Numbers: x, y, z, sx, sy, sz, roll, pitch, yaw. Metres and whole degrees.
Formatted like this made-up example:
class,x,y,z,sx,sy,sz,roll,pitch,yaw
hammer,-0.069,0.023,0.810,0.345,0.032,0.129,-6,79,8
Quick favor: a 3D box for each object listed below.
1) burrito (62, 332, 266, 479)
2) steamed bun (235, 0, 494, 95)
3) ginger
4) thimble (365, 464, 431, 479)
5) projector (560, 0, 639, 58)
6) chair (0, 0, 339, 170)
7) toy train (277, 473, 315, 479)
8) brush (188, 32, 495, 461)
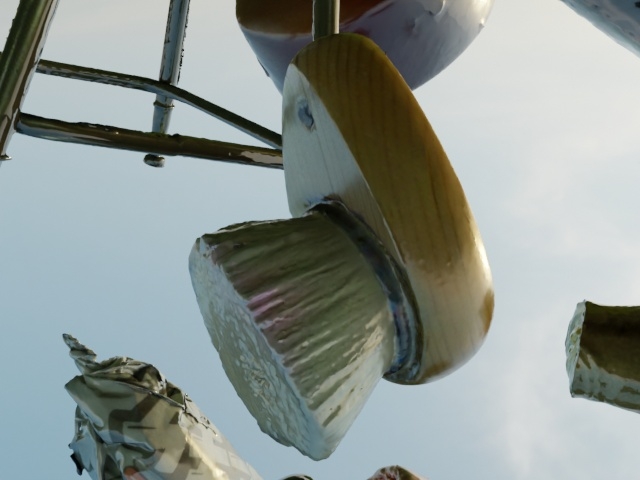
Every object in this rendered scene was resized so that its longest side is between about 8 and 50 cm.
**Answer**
class,x,y,z,sx,sy,sz,roll,pitch,yaw
burrito,-0.098,0.247,0.758,0.101,0.445,0.139,-25,-147,16
steamed bun,0.084,-0.341,1.135,0.379,0.235,0.248,-45,-127,-5
ginger,0.338,0.114,0.706,0.263,0.116,0.109,12,-170,22
thimble,0.156,0.558,1.564,0.162,0.239,0.239,26,-165,-21
projector,0.282,-0.309,0.463,0.395,0.241,0.405,18,155,-39
chair,-0.166,-0.224,0.719,0.362,0.409,0.365,4,-160,-42
toy train,0.069,0.489,1.043,0.273,0.441,0.179,-3,-156,27
brush,0.000,0.000,0.582,0.166,0.266,0.174,-23,-162,-23
